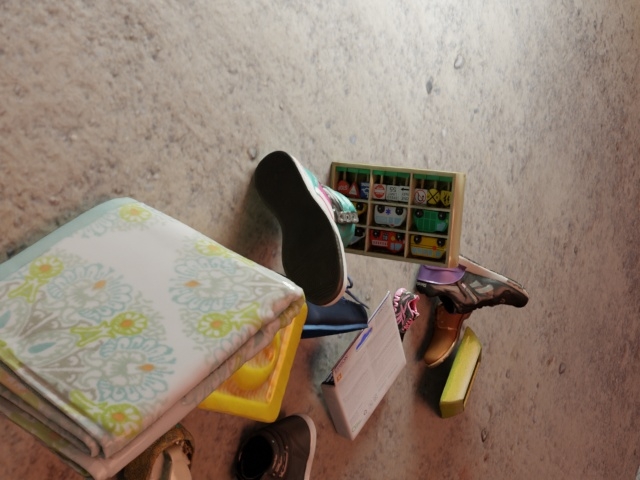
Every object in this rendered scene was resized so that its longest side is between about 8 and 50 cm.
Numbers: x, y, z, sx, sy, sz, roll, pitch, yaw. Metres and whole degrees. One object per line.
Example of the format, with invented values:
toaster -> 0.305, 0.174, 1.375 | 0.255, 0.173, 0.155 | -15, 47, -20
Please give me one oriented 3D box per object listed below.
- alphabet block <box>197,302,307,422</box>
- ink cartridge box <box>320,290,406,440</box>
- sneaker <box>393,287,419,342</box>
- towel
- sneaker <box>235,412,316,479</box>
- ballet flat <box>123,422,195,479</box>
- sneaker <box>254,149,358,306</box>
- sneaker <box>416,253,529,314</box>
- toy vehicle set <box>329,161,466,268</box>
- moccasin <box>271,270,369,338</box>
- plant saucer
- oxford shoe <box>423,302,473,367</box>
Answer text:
alphabet block -> -0.167, 0.148, 1.426 | 0.192, 0.197, 0.193 | 24, 79, -53
ink cartridge box -> 0.083, 0.241, 1.879 | 0.223, 0.045, 0.224 | -50, 142, -34
sneaker -> 0.177, 0.162, 1.995 | 0.047, 0.057, 0.119 | 6, 95, -55
towel -> -0.255, 0.102, 1.200 | 0.374, 0.320, 0.090 | -39, 148, -40
sneaker -> -0.089, 0.456, 1.684 | 0.147, 0.104, 0.295 | 6, 87, -51
ballet flat -> -0.245, 0.435, 1.458 | 0.123, 0.123, 0.348 | -7, 104, -52
sneaker -> 0.000, 0.000, 1.592 | 0.178, 0.124, 0.295 | 32, 31, -53
sneaker -> 0.326, 0.114, 2.105 | 0.283, 0.107, 0.124 | 24, 84, -23
toy vehicle set -> 0.130, -0.050, 1.712 | 0.035, 0.267, 0.166 | -5, 101, -52
moccasin -> -0.003, 0.105, 1.658 | 0.342, 0.138, 0.117 | 18, 61, -68
plant saucer -> 0.324, 0.308, 2.171 | 0.188, 0.045, 0.188 | 66, 44, -67
oxford shoe -> 0.271, 0.188, 2.128 | 0.076, 0.076, 0.212 | 43, 57, -21
